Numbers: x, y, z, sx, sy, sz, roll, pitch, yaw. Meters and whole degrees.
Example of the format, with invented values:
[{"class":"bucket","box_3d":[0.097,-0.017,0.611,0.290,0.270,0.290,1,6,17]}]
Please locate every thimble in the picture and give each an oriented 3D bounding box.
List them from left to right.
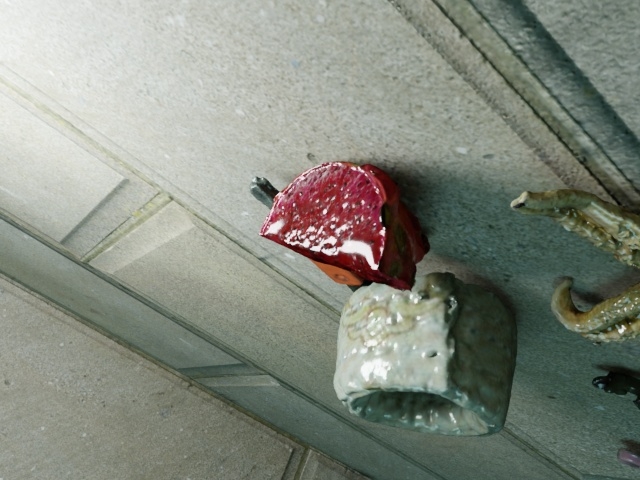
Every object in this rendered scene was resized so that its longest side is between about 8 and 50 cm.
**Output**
[{"class":"thimble","box_3d":[0.170,0.191,0.923,0.291,0.195,0.292,9,152,5]}]

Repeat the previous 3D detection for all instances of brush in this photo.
[{"class":"brush","box_3d":[0.000,-0.001,0.917,0.070,0.051,0.323,4,150,45]}]

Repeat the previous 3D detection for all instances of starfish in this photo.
[{"class":"starfish","box_3d":[0.382,0.017,0.610,0.323,0.083,0.432,11,155,30]}]

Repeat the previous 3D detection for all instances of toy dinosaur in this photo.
[{"class":"toy dinosaur","box_3d":[0.558,0.257,0.963,0.187,0.087,0.179,36,-169,10]}]

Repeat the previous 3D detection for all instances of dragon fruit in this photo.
[{"class":"dragon fruit","box_3d":[0.066,-0.011,0.781,0.262,0.134,0.211,16,167,47]}]

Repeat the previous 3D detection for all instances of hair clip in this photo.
[{"class":"hair clip","box_3d":[0.689,0.442,1.132,0.146,0.075,0.257,16,156,5]}]
